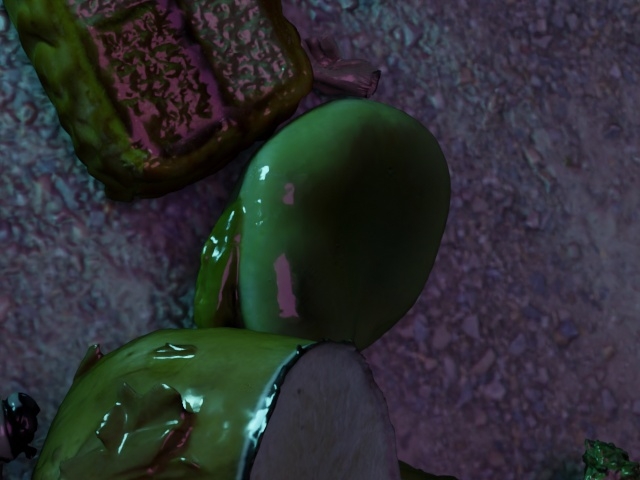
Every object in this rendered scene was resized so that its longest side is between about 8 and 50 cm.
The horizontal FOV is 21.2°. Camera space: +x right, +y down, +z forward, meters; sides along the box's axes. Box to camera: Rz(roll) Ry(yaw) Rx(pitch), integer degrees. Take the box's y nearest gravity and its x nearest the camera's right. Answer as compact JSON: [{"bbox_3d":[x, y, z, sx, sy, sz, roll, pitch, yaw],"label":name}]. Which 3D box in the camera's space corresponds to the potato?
[{"bbox_3d":[-0.075,0.196,1.046,0.246,0.196,0.300,-19,109,-60],"label":"potato"}]

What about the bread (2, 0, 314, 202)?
[{"bbox_3d":[-0.109,-0.149,1.160,0.181,0.096,0.222,-25,88,-23],"label":"bread"}]

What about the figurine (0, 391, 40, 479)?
[{"bbox_3d":[-0.257,0.134,1.013,0.192,0.147,0.126,-20,104,-7],"label":"figurine"}]

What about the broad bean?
[{"bbox_3d":[0.000,0.000,1.162,0.228,0.100,0.169,-34,114,-37],"label":"broad bean"}]

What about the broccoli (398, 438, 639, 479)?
[{"bbox_3d":[0.137,0.190,1.183,0.204,0.118,0.122,12,94,-6],"label":"broccoli"}]

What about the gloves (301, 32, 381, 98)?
[{"bbox_3d":[0.013,-0.120,1.232,0.081,0.037,0.044,33,30,4],"label":"gloves"}]
